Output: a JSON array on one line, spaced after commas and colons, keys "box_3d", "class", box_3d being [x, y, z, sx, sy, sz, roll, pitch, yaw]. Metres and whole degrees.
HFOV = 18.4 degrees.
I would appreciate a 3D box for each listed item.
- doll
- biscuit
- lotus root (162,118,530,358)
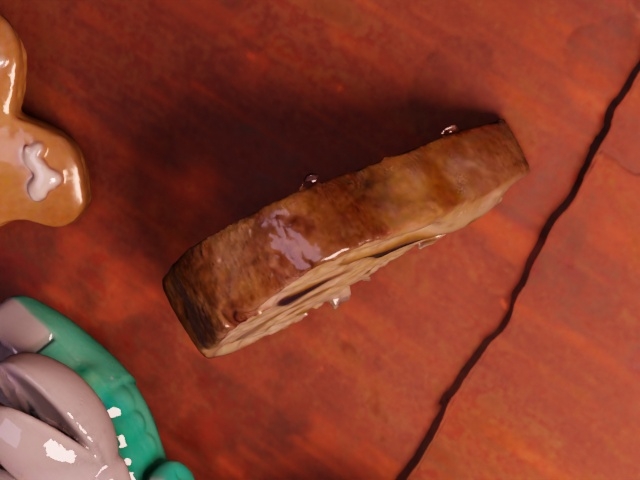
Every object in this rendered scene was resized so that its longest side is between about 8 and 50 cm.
[{"box_3d": [-0.178, 0.159, 1.465, 0.258, 0.153, 0.195, 29, 135, 24], "class": "doll"}, {"box_3d": [-0.344, -0.025, 1.539, 0.339, 0.047, 0.216, -27, 97, 16], "class": "biscuit"}, {"box_3d": [0.000, 0.000, 1.364, 0.260, 0.170, 0.074, -30, 80, 30], "class": "lotus root"}]
